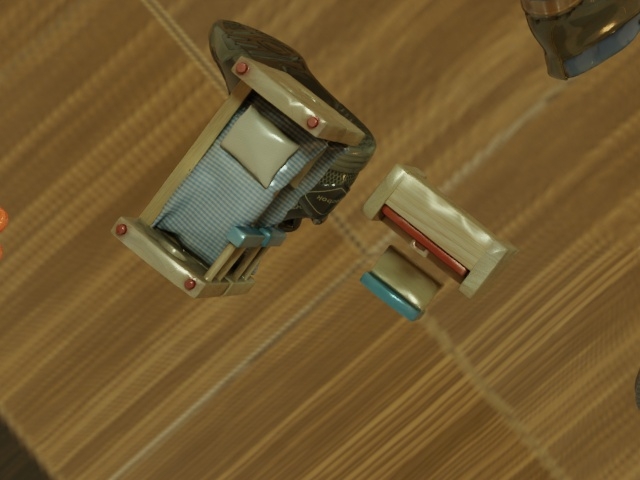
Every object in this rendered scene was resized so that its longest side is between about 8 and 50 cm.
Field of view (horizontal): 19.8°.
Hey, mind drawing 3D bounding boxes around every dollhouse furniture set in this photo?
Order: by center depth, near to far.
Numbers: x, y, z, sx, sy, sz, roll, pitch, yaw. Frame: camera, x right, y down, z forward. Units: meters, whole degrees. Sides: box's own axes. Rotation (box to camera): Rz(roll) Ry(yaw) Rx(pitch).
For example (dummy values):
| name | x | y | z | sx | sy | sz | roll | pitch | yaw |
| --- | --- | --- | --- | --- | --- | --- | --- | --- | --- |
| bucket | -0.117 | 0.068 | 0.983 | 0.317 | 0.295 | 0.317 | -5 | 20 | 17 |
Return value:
| name | x | y | z | sx | sy | sz | roll | pitch | yaw |
| --- | --- | --- | --- | --- | --- | --- | --- | --- | --- |
| dollhouse furniture set | 0.000 | 0.000 | 1.082 | 0.184 | 0.129 | 0.129 | 38 | 97 | 10 |

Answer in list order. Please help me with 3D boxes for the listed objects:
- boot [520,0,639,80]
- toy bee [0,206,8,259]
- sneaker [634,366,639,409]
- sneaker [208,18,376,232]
| name | x | y | z | sx | sy | sz | roll | pitch | yaw |
| --- | --- | --- | --- | --- | --- | --- | --- | --- | --- |
| boot | 0.260 | -0.238 | 1.632 | 0.219 | 0.106 | 0.082 | -38 | 45 | -21 |
| toy bee | -0.302 | -0.032 | 1.259 | 0.162 | 0.298 | 0.195 | 26 | 139 | 27 |
| sneaker | 0.355 | 0.115 | 1.676 | 0.112 | 0.319 | 0.131 | 8 | 71 | 17 |
| sneaker | -0.049 | -0.092 | 1.559 | 0.227 | 0.087 | 0.130 | 51 | 122 | 38 |
